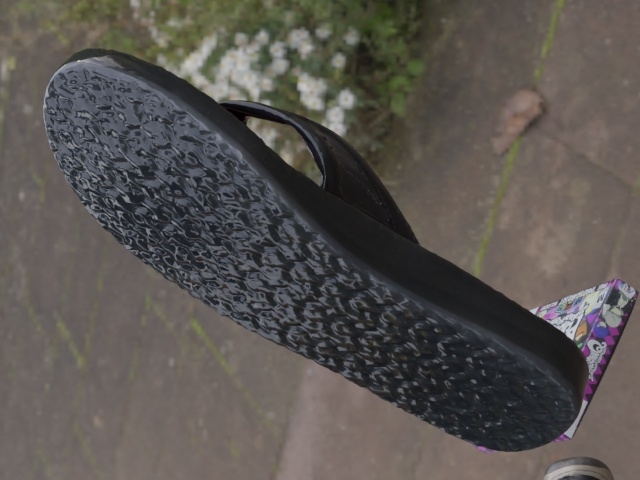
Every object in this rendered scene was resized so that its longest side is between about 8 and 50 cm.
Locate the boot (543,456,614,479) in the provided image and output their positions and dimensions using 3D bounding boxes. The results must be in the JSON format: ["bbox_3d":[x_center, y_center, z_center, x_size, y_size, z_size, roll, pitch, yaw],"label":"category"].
[{"bbox_3d":[0.404,0.531,1.798,0.284,0.138,0.377,-77,-27,-57],"label":"boot"}]

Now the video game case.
[{"bbox_3d":[0.288,0.162,1.595,0.210,0.042,0.232,-60,10,-21],"label":"video game case"}]

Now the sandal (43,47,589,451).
[{"bbox_3d":[0.000,0.002,0.921,0.167,0.446,0.107,-40,21,46],"label":"sandal"}]
